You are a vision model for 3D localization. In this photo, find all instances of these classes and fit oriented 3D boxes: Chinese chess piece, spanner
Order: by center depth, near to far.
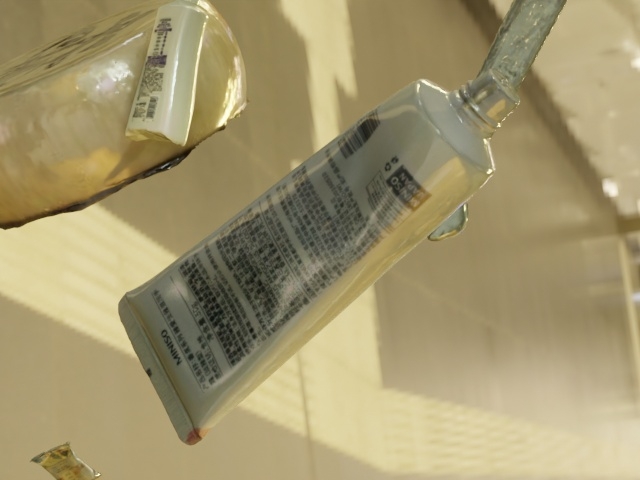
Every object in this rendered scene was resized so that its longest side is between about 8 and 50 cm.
[{"bbox_3d":[0.145,-0.139,1.292,0.302,0.071,0.017,-61,180,9],"label":"spanner"},{"bbox_3d":[-0.184,-0.107,1.316,0.257,0.257,0.104,-63,132,-66],"label":"Chinese chess piece"}]

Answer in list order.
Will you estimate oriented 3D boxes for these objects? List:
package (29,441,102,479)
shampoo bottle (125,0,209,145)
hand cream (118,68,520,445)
[{"bbox_3d":[-0.207,0.185,1.336,0.015,0.037,0.110,60,-5,24],"label":"package"},{"bbox_3d":[-0.104,-0.138,1.184,0.034,0.049,0.141,19,80,-41],"label":"shampoo bottle"},{"bbox_3d":[0.000,0.000,1.117,0.077,0.340,0.124,7,49,-58],"label":"hand cream"}]
